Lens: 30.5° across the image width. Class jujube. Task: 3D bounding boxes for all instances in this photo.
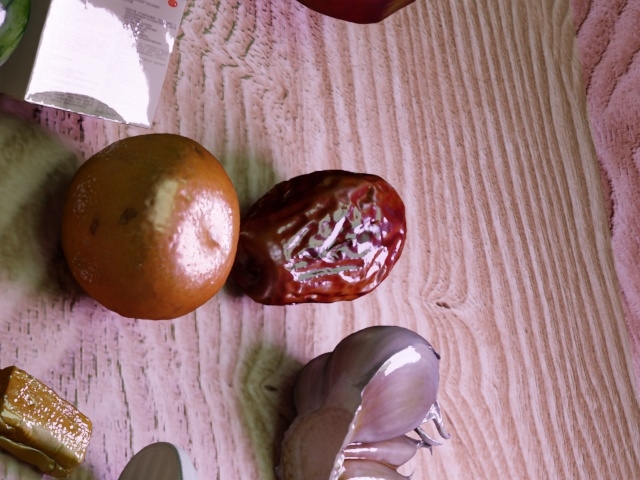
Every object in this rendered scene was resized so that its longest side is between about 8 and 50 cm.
[{"bbox_3d":[0.000,0.000,1.636,0.290,0.197,0.197,-21,94,-45],"label":"jujube"}]

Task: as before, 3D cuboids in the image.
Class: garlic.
[{"bbox_3d":[0.072,0.244,1.609,0.292,0.210,0.237,-12,79,-51],"label":"garlic"}]

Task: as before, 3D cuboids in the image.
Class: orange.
[{"bbox_3d":[-0.193,-0.014,1.334,0.224,0.170,0.224,-23,116,-58],"label":"orange"}]

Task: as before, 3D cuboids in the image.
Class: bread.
[{"bbox_3d":[-0.290,0.185,1.187,0.132,0.053,0.074,44,37,-40],"label":"bread"}]

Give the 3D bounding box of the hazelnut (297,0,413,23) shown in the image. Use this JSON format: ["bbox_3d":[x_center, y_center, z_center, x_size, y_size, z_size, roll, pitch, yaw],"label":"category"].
[{"bbox_3d":[0.057,-0.534,1.843,0.402,0.402,0.429,60,34,-21],"label":"hazelnut"}]

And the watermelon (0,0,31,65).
[{"bbox_3d":[-0.382,-0.229,1.120,0.215,0.188,0.188,-47,119,-27],"label":"watermelon"}]

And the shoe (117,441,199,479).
[{"bbox_3d":[-0.148,0.403,1.236,0.160,0.131,0.363,33,52,-47],"label":"shoe"}]

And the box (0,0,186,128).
[{"bbox_3d":[-0.267,-0.229,1.321,0.212,0.095,0.168,7,103,-59],"label":"box"}]
